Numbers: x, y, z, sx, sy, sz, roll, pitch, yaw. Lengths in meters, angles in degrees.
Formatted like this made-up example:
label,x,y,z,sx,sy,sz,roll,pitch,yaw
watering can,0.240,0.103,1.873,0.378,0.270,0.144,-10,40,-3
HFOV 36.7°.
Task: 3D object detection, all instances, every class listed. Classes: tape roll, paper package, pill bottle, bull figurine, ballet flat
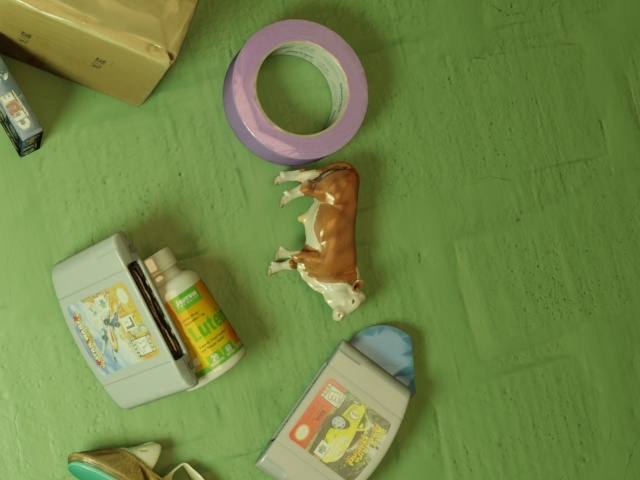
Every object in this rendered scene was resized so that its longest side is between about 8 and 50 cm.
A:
label,x,y,z,sx,sy,sz,roll,pitch,yaw
tape roll,-0.049,-0.287,1.890,0.274,0.090,0.275,2,83,-18
paper package,-0.396,-0.390,1.660,0.309,0.325,0.168,21,79,-16
pill bottle,-0.254,0.138,1.753,0.136,0.136,0.246,-34,95,-18
bull figurine,0.000,0.000,1.871,0.188,0.101,0.311,5,84,-16
ballet flat,-0.289,0.444,1.736,0.342,0.116,0.124,36,55,-12

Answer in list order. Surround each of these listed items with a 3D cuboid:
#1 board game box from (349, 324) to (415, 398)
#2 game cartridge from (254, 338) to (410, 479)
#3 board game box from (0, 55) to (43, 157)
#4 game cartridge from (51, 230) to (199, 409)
label,x,y,z,sx,sy,sz,roll,pitch,yaw
board game box,0.118,0.254,1.922,0.133,0.033,0.169,-4,85,-11
game cartridge,0.036,0.364,1.854,0.196,0.060,0.294,37,79,-9
board game box,-0.564,-0.273,1.677,0.042,0.165,0.243,-31,94,-18
game cartridge,-0.352,0.150,1.696,0.297,0.198,0.062,64,29,-5
